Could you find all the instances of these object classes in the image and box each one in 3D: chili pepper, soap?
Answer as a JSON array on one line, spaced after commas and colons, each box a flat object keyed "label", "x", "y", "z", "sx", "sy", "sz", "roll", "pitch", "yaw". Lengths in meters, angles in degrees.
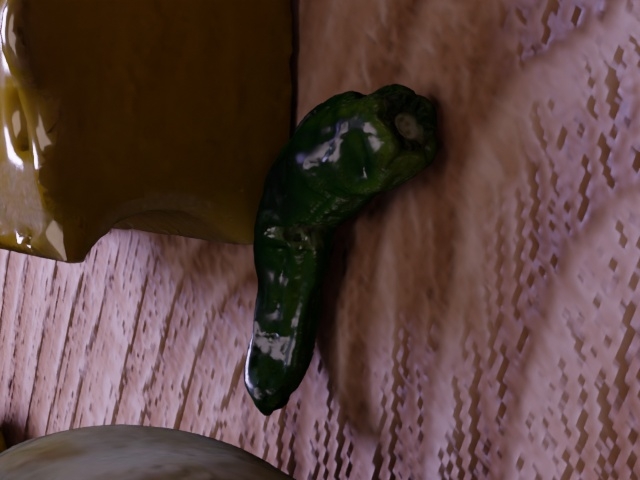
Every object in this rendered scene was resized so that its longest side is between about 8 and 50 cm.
[{"label": "chili pepper", "x": -0.004, "y": -0.002, "z": 0.586, "sx": 0.073, "sy": 0.050, "sz": 0.182, "roll": 54, "pitch": 138, "yaw": 34}, {"label": "soap", "x": -0.154, "y": -0.143, "z": 0.732, "sx": 0.335, "sy": 0.156, "sz": 0.294, "roll": 3, "pitch": 98, "yaw": 59}]

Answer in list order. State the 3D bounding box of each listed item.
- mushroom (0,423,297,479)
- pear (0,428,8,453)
[{"label": "mushroom", "x": -0.083, "y": 0.248, "z": 0.527, "sx": 0.352, "sy": 0.260, "sz": 0.352, "roll": 15, "pitch": 108, "yaw": 54}, {"label": "pear", "x": -0.349, "y": 0.203, "z": 1.054, "sx": 0.200, "sy": 0.200, "sz": 0.200, "roll": 4, "pitch": 95, "yaw": 59}]
